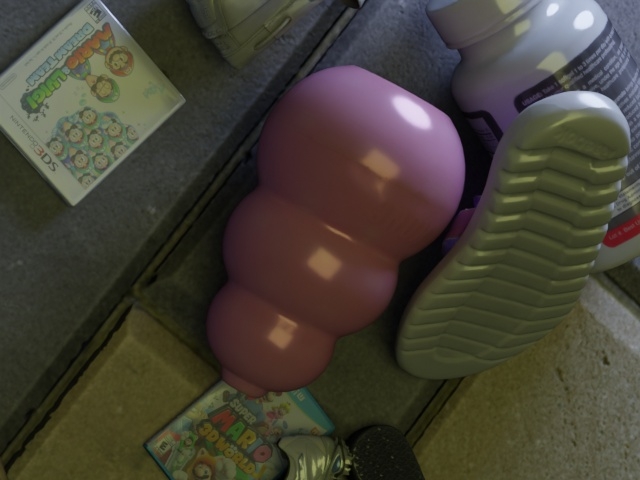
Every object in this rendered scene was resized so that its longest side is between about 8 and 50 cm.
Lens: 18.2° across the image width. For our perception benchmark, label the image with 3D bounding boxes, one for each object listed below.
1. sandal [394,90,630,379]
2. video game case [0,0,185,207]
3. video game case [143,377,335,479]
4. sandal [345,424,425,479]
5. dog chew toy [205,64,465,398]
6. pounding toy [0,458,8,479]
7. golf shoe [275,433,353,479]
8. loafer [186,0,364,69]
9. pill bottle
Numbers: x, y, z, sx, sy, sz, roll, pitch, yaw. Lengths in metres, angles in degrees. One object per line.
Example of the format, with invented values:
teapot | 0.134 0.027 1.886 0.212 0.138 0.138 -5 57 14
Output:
sandal | 0.192 -0.009 1.962 0.169 0.416 0.102 6 49 -21
video game case | -0.232 -0.136 1.935 0.157 0.019 0.143 -45 107 -13
video game case | -0.081 0.198 2.015 0.166 0.015 0.119 -40 105 -15
sandal | 0.092 0.313 2.074 0.097 0.054 0.254 -17 90 -26
dog chew toy | 0.000 0.000 1.943 0.206 0.206 0.332 28 91 -20
pounding toy | -0.365 0.214 1.864 0.181 0.094 0.206 25 85 -20
golf shoe | -0.027 0.278 2.017 0.086 0.069 0.176 13 92 -9
loafer | 0.018 -0.284 1.981 0.319 0.112 0.111 -31 108 -9
pill bottle | 0.244 -0.139 2.033 0.176 0.176 0.318 -39 106 -15
